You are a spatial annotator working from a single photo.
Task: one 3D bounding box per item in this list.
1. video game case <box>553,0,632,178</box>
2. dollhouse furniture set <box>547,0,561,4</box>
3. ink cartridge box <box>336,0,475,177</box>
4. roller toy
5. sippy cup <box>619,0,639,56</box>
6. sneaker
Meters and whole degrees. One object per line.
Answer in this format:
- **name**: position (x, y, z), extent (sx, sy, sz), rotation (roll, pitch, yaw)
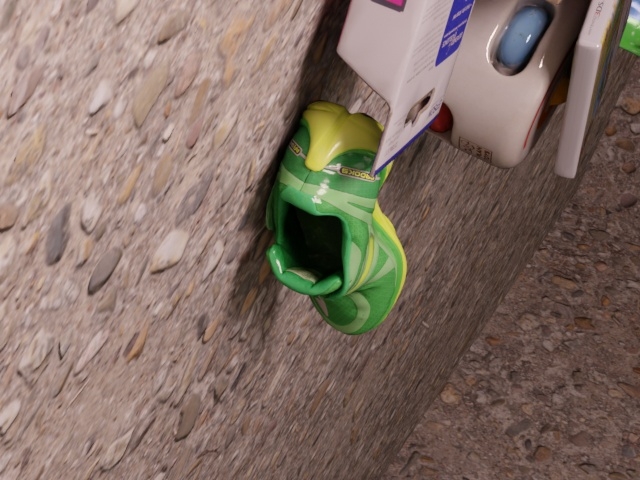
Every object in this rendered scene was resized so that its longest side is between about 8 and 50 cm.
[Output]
- **video game case**: position (0.271, -0.201, 1.838), extent (0.227, 0.026, 0.206), rotation (90, 20, -61)
- **dollhouse furniture set**: position (0.271, -0.267, 1.647), extent (0.144, 0.123, 0.151), rotation (-43, 153, -58)
- **ink cartridge box**: position (0.094, -0.243, 1.450), extent (0.176, 0.069, 0.371), rotation (-43, 151, -62)
- **roller toy**: position (0.177, -0.171, 1.872), extent (0.191, 0.146, 0.209), rotation (-45, 160, -58)
- **sippy cup**: position (0.366, -0.337, 2.072), extent (0.240, 0.305, 0.224), rotation (-10, 133, -58)
- **sneaker**: position (0.000, 0.000, 1.601), extent (0.123, 0.109, 0.295), rotation (-56, 158, -24)
